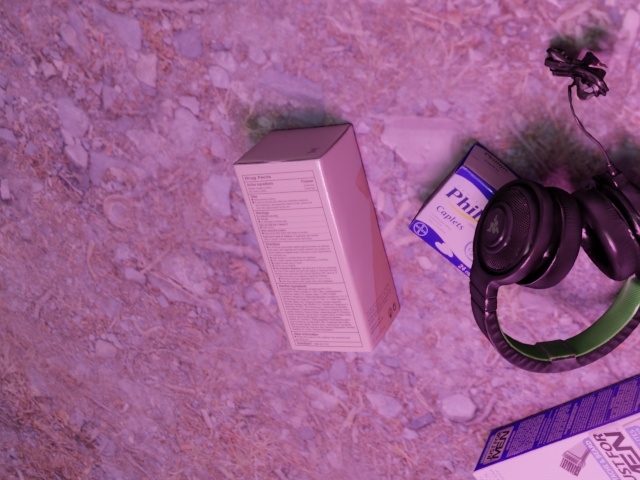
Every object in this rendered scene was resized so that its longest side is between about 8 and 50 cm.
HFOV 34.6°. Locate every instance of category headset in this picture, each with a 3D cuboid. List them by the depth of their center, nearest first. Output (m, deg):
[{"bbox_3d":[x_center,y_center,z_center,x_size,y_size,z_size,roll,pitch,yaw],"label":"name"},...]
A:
[{"bbox_3d":[0.300,-0.028,1.269,0.243,0.185,0.394,-7,119,-15],"label":"headset"}]

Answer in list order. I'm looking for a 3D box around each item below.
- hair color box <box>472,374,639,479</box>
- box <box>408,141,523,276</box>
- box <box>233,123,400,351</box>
[{"bbox_3d":[0.411,0.322,1.473,0.338,0.110,0.185,-32,102,40],"label":"hair color box"},{"bbox_3d":[0.210,-0.036,1.381,0.126,0.072,0.137,39,129,1],"label":"box"},{"bbox_3d":[0.000,0.000,1.486,0.147,0.121,0.311,0,119,29],"label":"box"}]
